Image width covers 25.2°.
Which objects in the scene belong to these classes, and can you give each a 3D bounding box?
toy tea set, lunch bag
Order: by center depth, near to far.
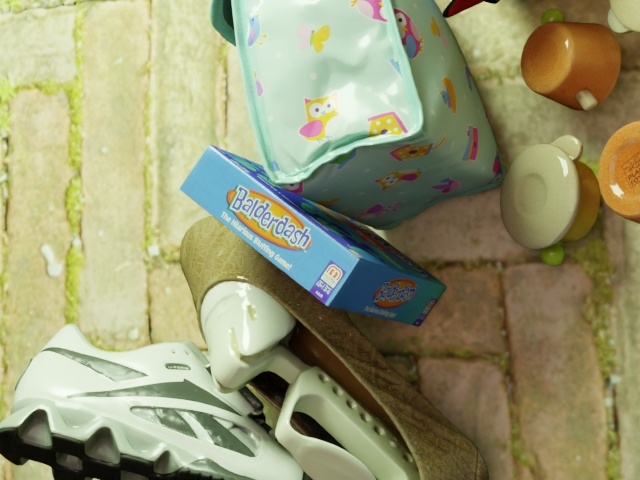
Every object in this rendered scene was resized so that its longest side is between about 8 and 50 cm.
[{"bbox_3d":[0.259,-0.142,1.148,0.200,0.124,0.336,3,88,53],"label":"toy tea set"},{"bbox_3d":[0.025,-0.160,1.167,0.160,0.223,0.262,-22,74,19],"label":"lunch bag"}]

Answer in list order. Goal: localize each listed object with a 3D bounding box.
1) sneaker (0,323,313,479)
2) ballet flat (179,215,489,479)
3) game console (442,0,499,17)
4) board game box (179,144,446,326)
[{"bbox_3d":[-0.094,0.157,1.213,0.330,0.122,0.146,21,55,-3],"label":"sneaker"},{"bbox_3d":[-0.012,0.118,1.168,0.342,0.124,0.116,46,126,9],"label":"ballet flat"},{"bbox_3d":[0.144,-0.261,1.141,0.144,0.085,0.124,-49,49,37],"label":"game console"},{"bbox_3d":[0.000,0.000,1.166,0.160,0.210,0.047,37,97,22],"label":"board game box"}]
